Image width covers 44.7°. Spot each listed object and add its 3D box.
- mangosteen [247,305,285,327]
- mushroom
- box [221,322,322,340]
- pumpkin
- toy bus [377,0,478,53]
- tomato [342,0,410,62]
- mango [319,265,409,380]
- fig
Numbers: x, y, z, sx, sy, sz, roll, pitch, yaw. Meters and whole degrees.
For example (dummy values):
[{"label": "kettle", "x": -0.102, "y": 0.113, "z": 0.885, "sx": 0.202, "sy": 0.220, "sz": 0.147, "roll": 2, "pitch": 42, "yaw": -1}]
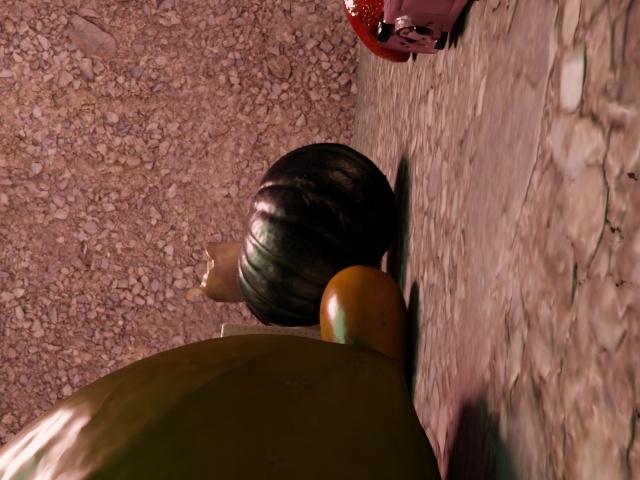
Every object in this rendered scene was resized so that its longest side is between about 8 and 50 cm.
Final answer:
[{"label": "mangosteen", "x": -0.033, "y": 0.076, "z": 1.695, "sx": 0.288, "sy": 0.288, "sz": 0.288, "roll": -175, "pitch": 90, "yaw": -90}, {"label": "mushroom", "x": -0.053, "y": 0.029, "z": 1.329, "sx": 0.292, "sy": 0.290, "sz": 0.292, "roll": 5, "pitch": -90, "yaw": -88}, {"label": "box", "x": -0.023, "y": 0.176, "z": 1.093, "sx": 0.330, "sy": 0.210, "sz": 0.095, "roll": 96, "pitch": 179, "yaw": -79}, {"label": "pumpkin", "x": 0.000, "y": 0.000, "z": 1.012, "sx": 0.250, "sy": 0.216, "sz": 0.250, "roll": -51, "pitch": -1, "yaw": -2}, {"label": "toy bus", "x": 0.085, "y": -0.207, "z": 0.592, "sx": 0.203, "sy": 0.063, "sz": 0.090, "roll": 116, "pitch": 161, "yaw": -84}, {"label": "tomato", "x": 0.072, "y": -0.314, "z": 0.929, "sx": 0.189, "sy": 0.099, "sz": 0.173, "roll": 92, "pitch": 180, "yaw": -61}, {"label": "mango", "x": 0.046, "y": 0.107, "z": 0.787, "sx": 0.111, "sy": 0.090, "sz": 0.163, "roll": -131, "pitch": 37, "yaw": -88}, {"label": "fig", "x": -0.067, "y": 0.215, "z": 0.483, "sx": 0.343, "sy": 0.343, "sz": 0.343, "roll": -175, "pitch": 90, "yaw": -90}]
